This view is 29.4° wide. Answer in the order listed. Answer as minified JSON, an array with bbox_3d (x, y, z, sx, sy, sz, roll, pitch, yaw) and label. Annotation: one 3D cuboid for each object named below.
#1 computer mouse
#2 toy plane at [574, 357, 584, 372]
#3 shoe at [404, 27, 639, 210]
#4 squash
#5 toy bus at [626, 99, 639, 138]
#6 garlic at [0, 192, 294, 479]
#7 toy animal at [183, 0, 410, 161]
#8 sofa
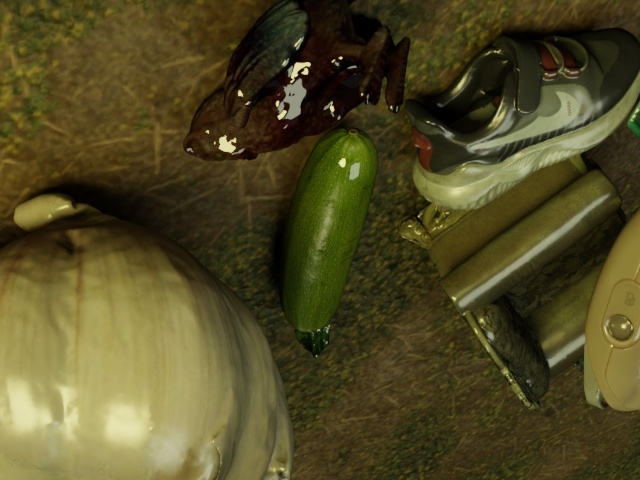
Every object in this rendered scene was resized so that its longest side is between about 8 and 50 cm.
[{"bbox_3d":[0.305,0.044,1.099,0.145,0.082,0.237,-18,130,-43],"label":"computer mouse"},{"bbox_3d":[0.357,0.137,1.483,0.246,0.078,0.169,6,157,-38],"label":"toy plane"},{"bbox_3d":[0.168,-0.121,1.029,0.227,0.099,0.112,-35,137,2],"label":"shoe"},{"bbox_3d":[0.000,0.000,1.056,0.066,0.066,0.252,-12,138,-27],"label":"squash"},{"bbox_3d":[0.386,-0.191,1.105,0.109,0.091,0.262,1,128,-39],"label":"toy bus"},{"bbox_3d":[-0.179,0.111,0.900,0.322,0.241,0.322,11,146,7],"label":"garlic"},{"bbox_3d":[-0.023,-0.128,0.890,0.179,0.116,0.218,-17,180,22],"label":"toy animal"},{"bbox_3d":[0.227,0.033,1.173,0.200,0.182,0.258,-38,144,4],"label":"sofa"}]
